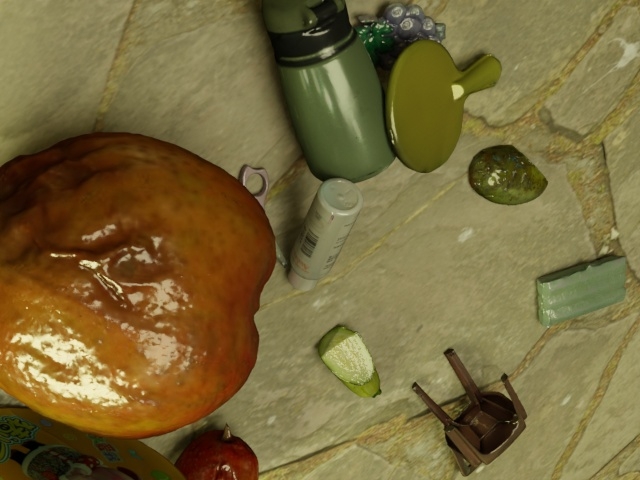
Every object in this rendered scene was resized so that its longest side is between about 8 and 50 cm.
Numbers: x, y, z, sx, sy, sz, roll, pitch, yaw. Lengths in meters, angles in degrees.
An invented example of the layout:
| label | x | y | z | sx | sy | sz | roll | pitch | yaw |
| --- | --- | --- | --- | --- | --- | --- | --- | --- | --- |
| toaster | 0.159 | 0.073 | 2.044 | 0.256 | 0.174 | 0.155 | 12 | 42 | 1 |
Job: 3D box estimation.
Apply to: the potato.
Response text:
| label | x | y | z | sx | sy | sz | roll | pitch | yaw |
| --- | --- | --- | --- | --- | --- | --- | --- | --- | --- |
| potato | 0.384 | -0.122 | 2.045 | 0.198 | 0.054 | 0.119 | 25 | 93 | -35 |

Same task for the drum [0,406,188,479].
| label | x | y | z | sx | sy | sz | roll | pitch | yaw |
| --- | --- | --- | --- | --- | --- | --- | --- | --- | --- |
| drum | -0.411 | 0.443 | 1.587 | 0.431 | 0.431 | 0.214 | 15 | 102 | -34 |

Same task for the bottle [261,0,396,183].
| label | x | y | z | sx | sy | sz | roll | pitch | yaw |
| --- | --- | --- | --- | --- | --- | --- | --- | --- | --- |
| bottle | 0.010 | -0.271 | 1.689 | 0.168 | 0.168 | 0.347 | -32 | 123 | -16 |

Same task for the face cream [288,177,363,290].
| label | x | y | z | sx | sy | sz | roll | pitch | yaw |
| --- | --- | --- | --- | --- | --- | --- | --- | --- | --- |
| face cream | 0.000 | 0.000 | 1.778 | 0.082 | 0.082 | 0.269 | -13 | 151 | -26 |

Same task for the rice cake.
| label | x | y | z | sx | sy | sz | roll | pitch | yaw |
| --- | --- | --- | --- | --- | --- | --- | --- | --- | --- |
| rice cake | 0.576 | 0.107 | 2.257 | 0.237 | 0.043 | 0.127 | -17 | 116 | -25 |

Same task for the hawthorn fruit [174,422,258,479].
| label | x | y | z | sx | sy | sz | roll | pitch | yaw |
| --- | --- | --- | --- | --- | --- | --- | --- | --- | --- |
| hawthorn fruit | -0.189 | 0.445 | 1.873 | 0.179 | 0.173 | 0.173 | -43 | 125 | -7 |

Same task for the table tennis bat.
| label | x | y | z | sx | sy | sz | roll | pitch | yaw |
| --- | --- | --- | --- | --- | --- | --- | --- | --- | --- |
| table tennis bat | 0.217 | -0.257 | 1.806 | 0.368 | 0.054 | 0.224 | -35 | 120 | -45 |

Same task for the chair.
| label | x | y | z | sx | sy | sz | roll | pitch | yaw |
| --- | --- | --- | --- | --- | --- | --- | --- | --- | --- |
| chair | 0.344 | 0.400 | 2.156 | 0.175 | 0.183 | 0.326 | -43 | 124 | -8 |

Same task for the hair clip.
| label | x | y | z | sx | sy | sz | roll | pitch | yaw |
| --- | --- | --- | --- | --- | --- | --- | --- | --- | --- |
| hair clip | 0.131 | -0.361 | 1.806 | 0.195 | 0.052 | 0.124 | -14 | 122 | -18 |

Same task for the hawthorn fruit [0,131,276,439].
| label | x | y | z | sx | sy | sz | roll | pitch | yaw |
| --- | --- | --- | --- | --- | --- | --- | --- | --- | --- |
| hawthorn fruit | -0.301 | 0.058 | 1.488 | 0.471 | 0.472 | 0.472 | -12 | 115 | -26 |

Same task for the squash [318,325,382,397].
| label | x | y | z | sx | sy | sz | roll | pitch | yaw |
| --- | --- | --- | --- | --- | --- | --- | --- | --- | --- |
| squash | 0.077 | 0.258 | 2.004 | 0.200 | 0.075 | 0.090 | 52 | 54 | -36 |

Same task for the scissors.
| label | x | y | z | sx | sy | sz | roll | pitch | yaw |
| --- | --- | --- | --- | --- | --- | --- | --- | --- | --- |
| scissors | -0.107 | -0.033 | 1.808 | 0.110 | 0.021 | 0.212 | -38 | 124 | -16 |
